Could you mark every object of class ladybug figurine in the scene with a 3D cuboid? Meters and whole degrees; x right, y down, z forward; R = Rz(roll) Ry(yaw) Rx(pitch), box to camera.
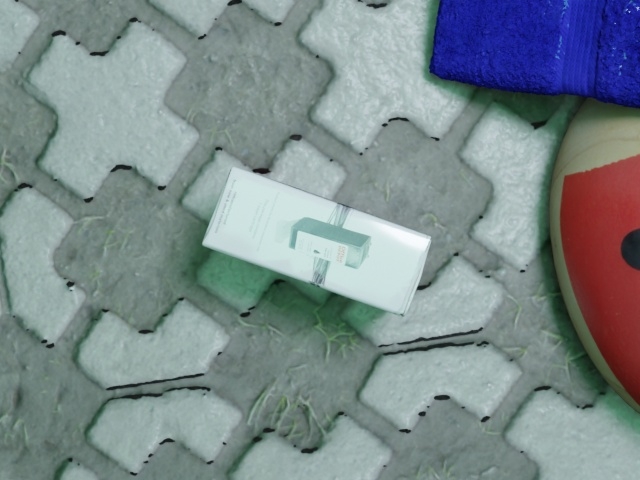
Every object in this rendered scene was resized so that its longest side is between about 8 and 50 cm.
[{"bbox_3d":[0.415,0.019,0.849,0.304,0.162,0.450,-19,91,3],"label":"ladybug figurine"}]

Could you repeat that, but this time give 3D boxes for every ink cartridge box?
[{"bbox_3d":[0.000,0.000,0.868,0.217,0.158,0.092,21,92,1],"label":"ink cartridge box"}]

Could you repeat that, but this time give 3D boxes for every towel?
[{"bbox_3d":[0.256,-0.258,0.805,0.308,0.076,0.228,17,103,37],"label":"towel"}]
